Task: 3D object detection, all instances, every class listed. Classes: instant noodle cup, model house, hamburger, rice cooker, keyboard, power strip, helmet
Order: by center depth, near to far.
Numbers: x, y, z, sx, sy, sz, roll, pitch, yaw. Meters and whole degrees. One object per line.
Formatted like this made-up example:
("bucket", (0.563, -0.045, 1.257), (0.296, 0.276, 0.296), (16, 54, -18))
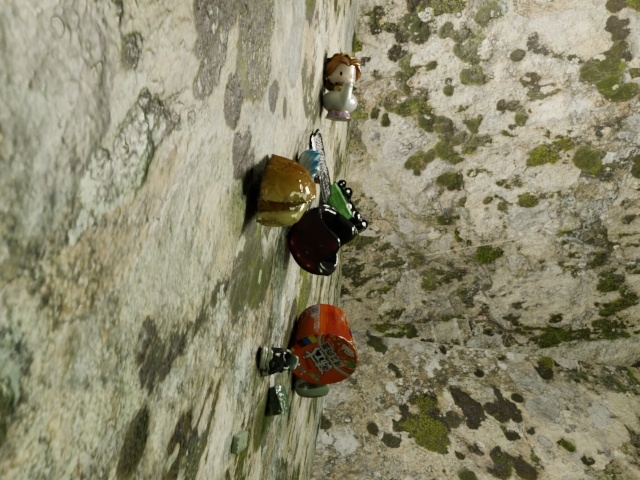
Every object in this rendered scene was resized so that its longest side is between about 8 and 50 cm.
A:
("hamburger", (-0.073, -0.114, 1.130), (0.262, 0.130, 0.124), (-80, 174, -68))
("power strip", (-0.182, 0.457, 1.168), (0.090, 0.016, 0.040), (63, 34, -77))
("model house", (-0.129, 0.470, 1.516), (0.079, 0.066, 0.083), (33, 45, -71))
("helmet", (0.000, 0.000, 1.563), (0.189, 0.193, 0.216), (-36, 124, -64))
("instant noodle cup", (0.010, 0.361, 1.858), (0.192, 0.250, 0.250), (-89, 180, -56))
("keyboard", (0.005, -0.268, 1.867), (0.106, 0.016, 0.262), (-63, 146, -56))
("rice cooker", (-0.032, 0.538, 1.999), (0.206, 0.145, 0.127), (88, 0, -65))

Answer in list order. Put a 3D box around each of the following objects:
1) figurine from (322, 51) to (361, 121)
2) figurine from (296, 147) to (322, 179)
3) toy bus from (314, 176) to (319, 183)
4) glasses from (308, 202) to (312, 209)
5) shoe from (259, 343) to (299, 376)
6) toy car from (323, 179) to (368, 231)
("figurine", (0.077, -0.595, 1.973), (0.189, 0.142, 0.264), (-173, -93, -65))
("figurine", (-0.033, -0.234, 1.572), (0.114, 0.079, 0.114), (-160, -90, -75))
("toy bus", (-0.006, -0.258, 1.933), (0.031, 0.043, 0.110), (88, 11, -50))
("glasses", (-0.023, -0.083, 1.755), (0.190, 0.088, 0.221), (85, 12, -56))
("shoe", (-0.105, 0.319, 1.357), (0.169, 0.099, 0.071), (83, 12, -65))
("toy car", (0.095, -0.126, 2.347), (0.214, 0.176, 0.358), (65, 8, 14))
